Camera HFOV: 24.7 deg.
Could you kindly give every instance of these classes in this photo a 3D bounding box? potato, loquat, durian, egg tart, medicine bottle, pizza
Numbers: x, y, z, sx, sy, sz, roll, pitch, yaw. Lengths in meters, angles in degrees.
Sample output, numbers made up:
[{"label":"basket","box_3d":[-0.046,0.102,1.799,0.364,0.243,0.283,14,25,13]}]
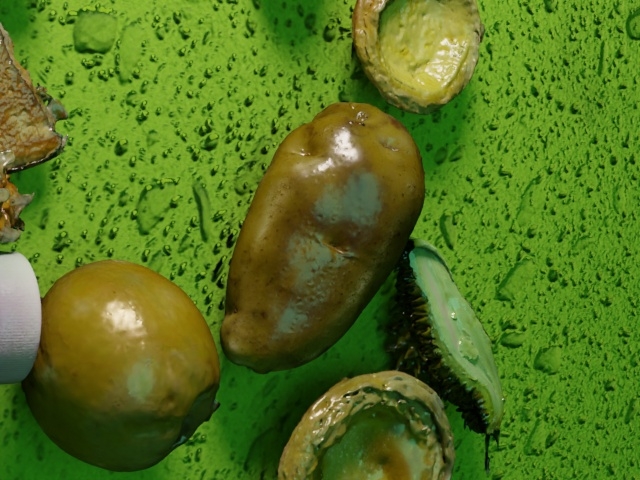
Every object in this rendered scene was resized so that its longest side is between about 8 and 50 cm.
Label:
[{"label":"potato","box_3d":[0.000,0.000,1.819,0.369,0.176,0.195,-63,150,-5]},{"label":"loquat","box_3d":[-0.233,0.138,1.645,0.244,0.244,0.243,-6,101,-34]},{"label":"durian","box_3d":[0.164,0.146,1.979,0.132,0.107,0.375,-37,115,-27]},{"label":"egg tart","box_3d":[0.118,-0.271,1.892,0.213,0.090,0.212,-7,103,-32]},{"label":"egg tart","box_3d":[0.050,0.298,1.920,0.288,0.118,0.288,-5,99,-31]},{"label":"medicine bottle","box_3d":[-0.436,0.082,1.530,0.254,0.152,0.152,1,97,-34]},{"label":"pizza","box_3d":[-0.368,-0.165,1.599,0.185,0.052,0.195,-7,106,-26]}]

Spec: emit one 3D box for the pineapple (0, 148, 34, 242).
[{"label":"pineapple","box_3d":[-0.434,-0.065,1.477,0.335,0.158,0.161,8,110,-25]}]
